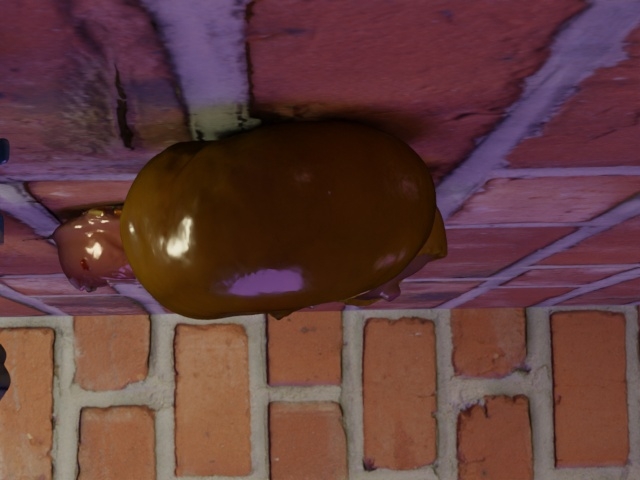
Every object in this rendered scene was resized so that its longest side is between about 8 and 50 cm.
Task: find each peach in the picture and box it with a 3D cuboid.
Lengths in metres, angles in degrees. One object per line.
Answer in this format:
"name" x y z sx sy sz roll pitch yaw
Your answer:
"peach" -0.029 -0.017 1.086 0.251 0.153 0.251 -13 -175 1

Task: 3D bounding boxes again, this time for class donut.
"donut" -0.172 0.010 1.520 0.233 0.085 0.199 -1 172 -17

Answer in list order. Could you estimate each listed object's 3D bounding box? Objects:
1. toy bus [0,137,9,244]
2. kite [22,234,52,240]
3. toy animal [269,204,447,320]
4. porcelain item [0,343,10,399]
"toy bus" -0.277 -0.060 0.696 0.106 0.131 0.297 -4 174 19
"kite" -0.336 -0.003 1.722 0.078 0.002 0.044 -2 173 1
"toy animal" -0.001 0.000 1.279 0.230 0.156 0.156 -13 171 10
"porcelain item" -0.500 0.117 1.501 0.286 0.157 0.281 41 -174 16
